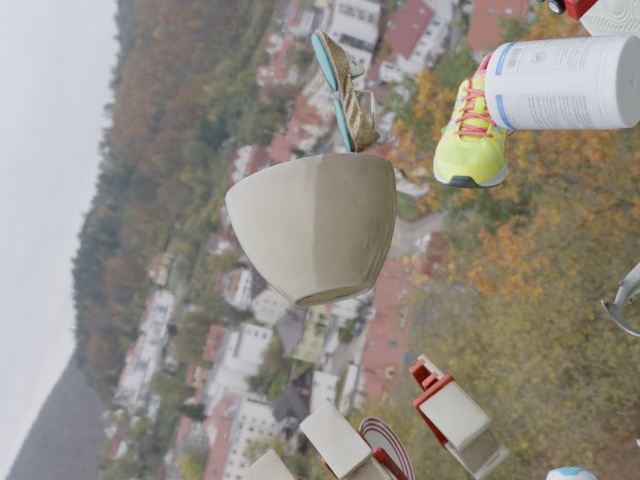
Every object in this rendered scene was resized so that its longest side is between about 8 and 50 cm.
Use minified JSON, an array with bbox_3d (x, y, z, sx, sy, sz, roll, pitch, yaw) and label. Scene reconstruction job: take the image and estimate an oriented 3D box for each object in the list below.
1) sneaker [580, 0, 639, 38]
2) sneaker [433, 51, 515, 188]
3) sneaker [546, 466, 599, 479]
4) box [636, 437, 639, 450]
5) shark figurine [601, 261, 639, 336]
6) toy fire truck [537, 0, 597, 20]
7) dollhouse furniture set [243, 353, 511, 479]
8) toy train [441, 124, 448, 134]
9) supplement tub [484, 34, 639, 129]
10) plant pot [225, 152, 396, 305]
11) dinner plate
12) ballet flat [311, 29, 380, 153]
[{"bbox_3d":[0.534,-0.345,1.177,0.148,0.131,0.350,-37,40,-18],"label":"sneaker"},{"bbox_3d":[0.172,-0.135,0.889,0.208,0.081,0.094,-64,-25,-45],"label":"sneaker"},{"bbox_3d":[0.382,0.437,1.212,0.092,0.087,0.229,-63,-36,-61],"label":"sneaker"},{"bbox_3d":[0.777,0.502,1.564,0.076,0.242,0.307,74,-178,-82],"label":"box"},{"bbox_3d":[0.556,0.035,1.359,0.116,0.278,0.166,64,175,-22],"label":"shark figurine"},{"bbox_3d":[0.195,-0.260,0.705,0.047,0.135,0.192,-44,56,2],"label":"toy fire truck"},{"bbox_3d":[0.068,0.263,0.905,0.259,0.262,0.135,-39,38,-8],"label":"dollhouse furniture set"},{"bbox_3d":[0.275,-0.233,1.627,0.023,0.083,0.017,40,159,40],"label":"toy train"},{"bbox_3d":[0.189,-0.120,0.631,0.107,0.071,0.071,8,79,40],"label":"supplement tub"},{"bbox_3d":[0.000,0.000,1.329,0.284,0.284,0.191,133,128,-68],"label":"plant pot"},{"bbox_3d":[0.096,0.331,1.218,0.017,0.141,0.141,-31,31,25],"label":"dinner plate"},{"bbox_3d":[0.046,-0.242,1.303,0.073,0.067,0.206,-128,19,-69],"label":"ballet flat"}]
